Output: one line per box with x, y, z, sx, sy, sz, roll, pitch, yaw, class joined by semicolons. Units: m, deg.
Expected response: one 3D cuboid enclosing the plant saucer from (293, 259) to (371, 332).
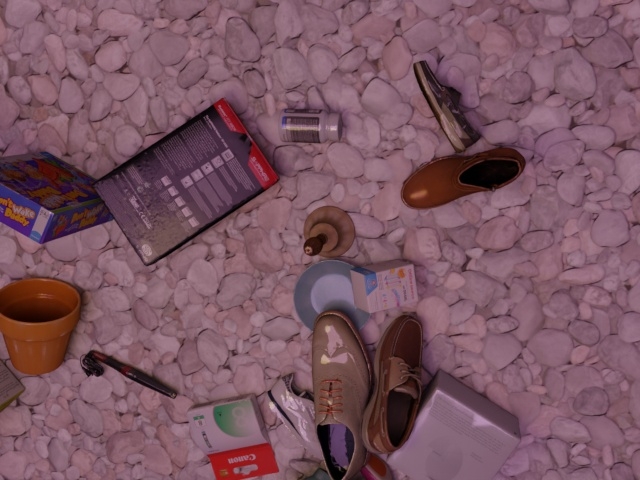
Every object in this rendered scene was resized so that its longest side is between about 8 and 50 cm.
0.033;0.138;1.860;0.194;0.037;0.195;2;101;10;plant saucer

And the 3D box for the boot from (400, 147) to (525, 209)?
0.301;-0.125;1.664;0.283;0.220;0.109;-13;98;13;boot

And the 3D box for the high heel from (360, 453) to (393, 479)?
0.145;0.625;1.918;0.244;0.082;0.117;41;115;-3;high heel

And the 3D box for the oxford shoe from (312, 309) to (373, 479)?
0.047;0.363;1.801;0.140;0.146;0.397;-10;92;17;oxford shoe

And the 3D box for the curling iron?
-0.495;0.352;2.003;0.273;0.035;0.068;17;107;8;curling iron

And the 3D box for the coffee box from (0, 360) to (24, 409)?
-1.046;0.412;1.963;0.337;0.338;0.334;-40;91;15;coffee box

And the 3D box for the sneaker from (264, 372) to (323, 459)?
-0.032;0.437;1.908;0.095;0.090;0.235;-42;92;6;sneaker

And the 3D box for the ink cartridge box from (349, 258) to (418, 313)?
0.154;0.101;1.782;0.143;0.090;0.092;-12;101;-19;ink cartridge box

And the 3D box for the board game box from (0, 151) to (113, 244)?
-0.637;-0.107;1.783;0.233;0.347;0.078;29;104;4;board game box

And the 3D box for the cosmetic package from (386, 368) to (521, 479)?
0.311;0.465;1.816;0.224;0.138;0.225;32;106;4;cosmetic package

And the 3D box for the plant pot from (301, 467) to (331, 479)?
0.022;0.673;1.859;0.293;0.293;0.196;30;78;4;plant pot

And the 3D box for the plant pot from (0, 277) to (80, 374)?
-0.712;0.227;1.949;0.205;0.205;0.188;15;118;8;plant pot

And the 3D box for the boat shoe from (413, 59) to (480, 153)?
0.280;-0.304;1.713;0.073;0.080;0.224;-28;98;8;boat shoe

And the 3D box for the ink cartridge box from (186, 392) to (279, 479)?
-0.223;0.514;1.973;0.180;0.056;0.225;-15;96;13;ink cartridge box

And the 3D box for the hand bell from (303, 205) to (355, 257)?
0.000;0.000;1.735;0.126;0.242;0.126;2;100;10;hand bell

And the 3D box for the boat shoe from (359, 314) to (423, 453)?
0.187;0.330;1.772;0.123;0.116;0.325;19;74;-23;boat shoe

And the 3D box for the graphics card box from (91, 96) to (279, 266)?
-0.310;-0.133;1.804;0.370;0.094;0.233;-34;93;-1;graphics card box

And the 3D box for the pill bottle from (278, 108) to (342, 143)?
-0.022;-0.262;1.774;0.137;0.078;0.078;4;101;10;pill bottle
